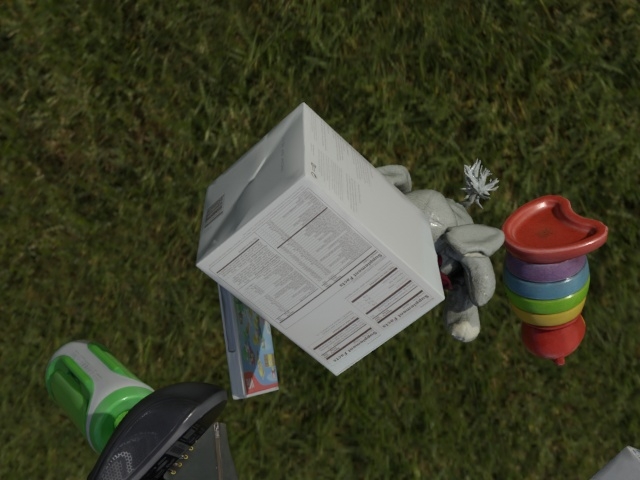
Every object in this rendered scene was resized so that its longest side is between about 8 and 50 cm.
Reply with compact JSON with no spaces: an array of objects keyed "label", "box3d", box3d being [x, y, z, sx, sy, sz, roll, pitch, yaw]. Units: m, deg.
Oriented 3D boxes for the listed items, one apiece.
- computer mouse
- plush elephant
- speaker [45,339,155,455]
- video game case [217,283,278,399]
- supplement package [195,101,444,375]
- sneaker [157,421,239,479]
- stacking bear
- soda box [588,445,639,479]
[{"label":"computer mouse","box3d":[-0.223,0.249,1.091,0.072,0.188,0.272,43,75,13]},{"label":"plush elephant","box3d":[0.177,0.005,1.668,0.272,0.255,0.330,32,104,25]},{"label":"speaker","box3d":[-0.345,0.248,1.521,0.131,0.296,0.131,-7,104,-29]},{"label":"video game case","box3d":[-0.126,0.119,1.629,0.025,0.204,0.285,-9,83,12]},{"label":"supplement package","box3d":[0.000,0.000,1.293,0.198,0.199,0.263,-39,117,22]},{"label":"sneaker","box3d":[-0.203,0.309,1.278,0.083,0.222,0.118,-21,74,34]},{"label":"stacking bear","box3d":[0.417,0.093,1.750,0.164,0.175,0.289,-22,124,-14]},{"label":"soda box","box3d":[0.271,0.349,1.024,0.286,0.091,0.098,-48,139,16]}]
